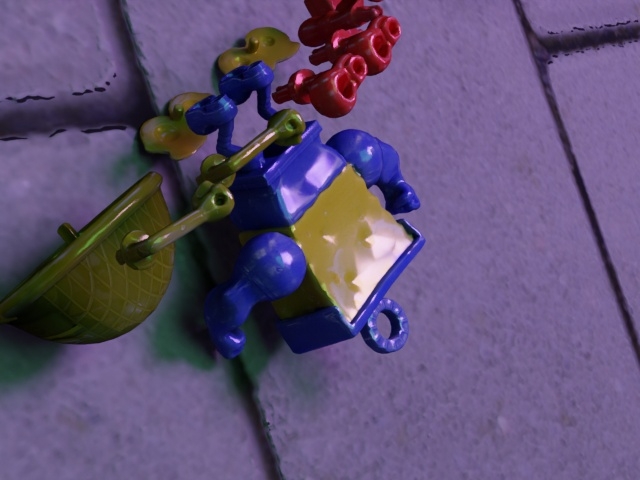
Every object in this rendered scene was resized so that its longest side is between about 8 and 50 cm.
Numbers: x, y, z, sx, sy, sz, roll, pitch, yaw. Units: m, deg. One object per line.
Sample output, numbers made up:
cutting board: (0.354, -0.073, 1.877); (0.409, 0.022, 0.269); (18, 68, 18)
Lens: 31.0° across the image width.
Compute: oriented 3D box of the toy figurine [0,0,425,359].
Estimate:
toy figurine: (0.000, 0.000, 0.723); (0.217, 0.191, 0.362); (58, 45, -21)
